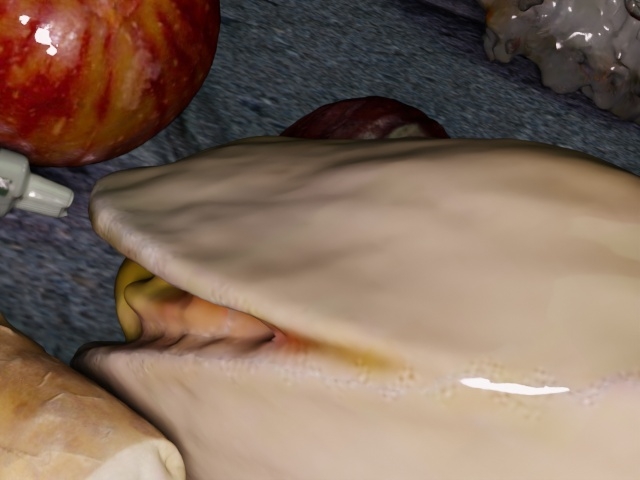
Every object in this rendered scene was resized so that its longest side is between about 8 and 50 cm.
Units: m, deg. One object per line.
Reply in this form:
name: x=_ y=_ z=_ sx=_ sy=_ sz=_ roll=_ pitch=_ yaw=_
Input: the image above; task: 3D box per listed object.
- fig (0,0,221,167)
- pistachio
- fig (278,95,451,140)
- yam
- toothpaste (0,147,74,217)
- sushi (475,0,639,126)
fig: x=-0.143 y=-0.106 z=0.948 sx=0.175 sy=0.207 sz=0.175 roll=13 pitch=58 yaw=-21
pistachio: x=0.024 y=0.045 z=0.632 sx=0.288 sy=0.166 sz=0.197 roll=6 pitch=-3 yaw=40
fig: x=0.008 y=-0.010 z=0.889 sx=0.150 sy=0.128 sz=0.128 roll=14 pitch=22 yaw=-16
yam: x=-0.174 y=0.008 z=0.678 sx=0.356 sy=0.081 sz=0.081 roll=37 pitch=23 yaw=31
toothpaste: x=-0.212 y=-0.047 z=0.845 sx=0.204 sy=0.031 sz=0.049 roll=18 pitch=20 yaw=-13
sushi: x=0.240 y=-0.250 z=1.725 sx=0.417 sy=0.176 sz=0.417 roll=29 pitch=19 yaw=-11
